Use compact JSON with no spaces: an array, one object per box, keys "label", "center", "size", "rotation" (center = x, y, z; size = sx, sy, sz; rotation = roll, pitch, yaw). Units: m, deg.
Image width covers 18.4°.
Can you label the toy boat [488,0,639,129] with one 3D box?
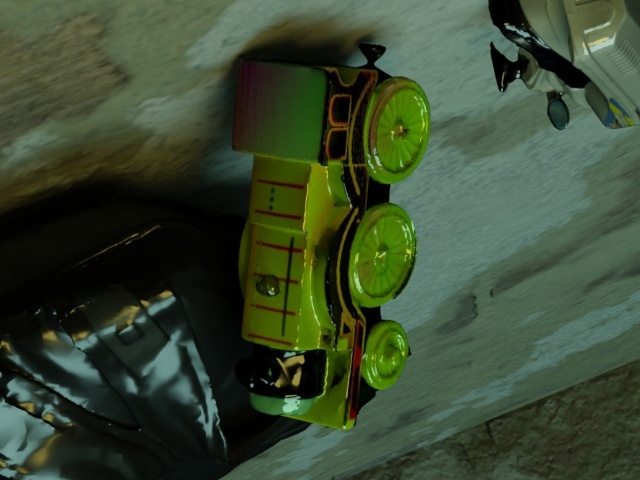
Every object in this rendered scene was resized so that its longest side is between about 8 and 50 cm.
[{"label":"toy boat","center":[0.193,-0.156,1.477],"size":[0.140,0.141,0.269],"rotation":[-23,164,1]}]

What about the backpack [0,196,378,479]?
[{"label":"backpack","center":[-0.160,0.107,1.621],"size":[0.363,0.255,0.445],"rotation":[-34,157,11]}]

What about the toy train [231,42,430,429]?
[{"label":"toy train","center":[0.000,0.000,1.479],"size":[0.100,0.296,0.160],"rotation":[10,-170,37]}]
